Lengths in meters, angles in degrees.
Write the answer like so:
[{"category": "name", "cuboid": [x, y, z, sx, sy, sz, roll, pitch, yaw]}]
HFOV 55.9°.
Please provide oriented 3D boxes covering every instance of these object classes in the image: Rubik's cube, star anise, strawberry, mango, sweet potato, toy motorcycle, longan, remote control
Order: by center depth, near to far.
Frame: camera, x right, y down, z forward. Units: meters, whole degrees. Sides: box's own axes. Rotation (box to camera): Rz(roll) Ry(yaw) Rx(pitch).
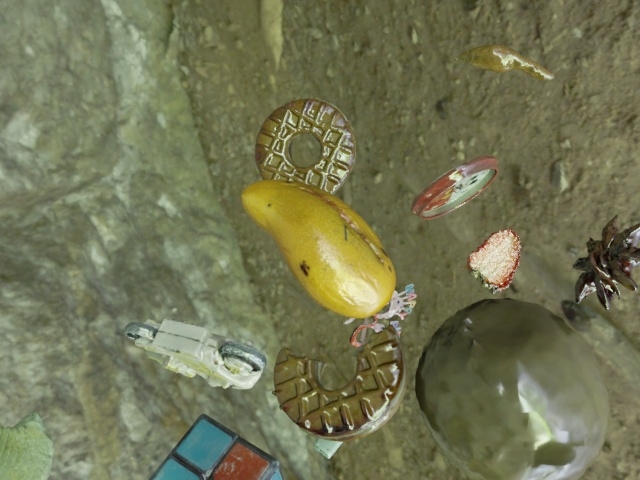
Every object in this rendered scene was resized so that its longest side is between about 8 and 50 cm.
[{"category": "mango", "cuboid": [0.004, -0.003, 0.969, 0.295, 0.177, 0.120, 49, 125, 11]}, {"category": "toy motorcycle", "cuboid": [-0.247, 0.245, 1.281, 0.341, 0.107, 0.222, 8, 151, 22]}, {"category": "longan", "cuboid": [0.414, 0.333, 1.350, 0.403, 0.405, 0.435, 88, 167, -52]}, {"category": "star anise", "cuboid": [0.701, 0.046, 1.497, 0.103, 0.271, 0.272, 25, 174, -17]}, {"category": "sweet potato", "cuboid": [0.504, -0.490, 1.635, 0.270, 0.074, 0.074, 17, 145, 13]}, {"category": "remote control", "cuboid": [0.052, 0.540, 1.724, 0.061, 0.162, 0.029, 30, 150, 27]}, {"category": "Rubik's cube", "cuboid": [-0.316, 0.783, 1.845, 0.316, 0.318, 0.313, 23, 145, 24]}, {"category": "strawberry", "cuboid": [0.583, 0.073, 1.979, 0.167, 0.208, 0.087, 48, 173, 20]}]

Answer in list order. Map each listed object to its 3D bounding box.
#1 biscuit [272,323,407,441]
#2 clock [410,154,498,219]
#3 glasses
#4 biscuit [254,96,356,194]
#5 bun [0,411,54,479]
[{"category": "biscuit", "cuboid": [0.052, 0.375, 1.551, 0.115, 0.367, 0.268, 49, -154, -54]}, {"category": "clock", "cuboid": [0.433, -0.178, 1.967, 0.080, 0.319, 0.318, 61, 163, 18]}, {"category": "glasses", "cuboid": [0.164, 0.213, 1.674, 0.095, 0.162, 0.255, -115, 43, -57]}, {"category": "biscuit", "cuboid": [-0.048, -0.277, 1.874, 0.103, 0.332, 0.331, -15, -99, -83]}, {"category": "bun", "cuboid": [-0.493, 0.308, 0.850, 0.212, 0.127, 0.204, 50, -165, -7]}]
